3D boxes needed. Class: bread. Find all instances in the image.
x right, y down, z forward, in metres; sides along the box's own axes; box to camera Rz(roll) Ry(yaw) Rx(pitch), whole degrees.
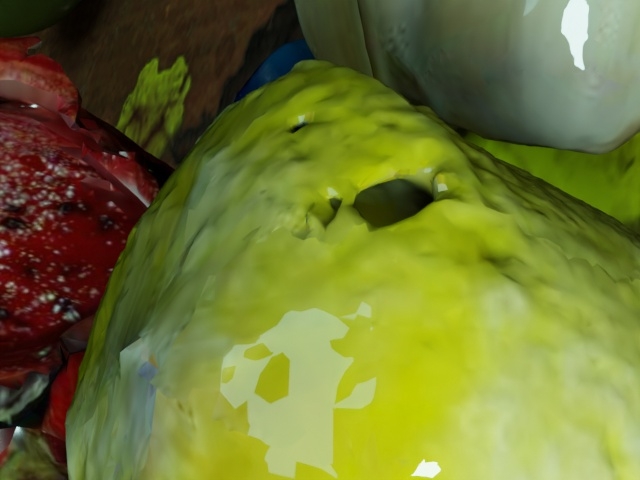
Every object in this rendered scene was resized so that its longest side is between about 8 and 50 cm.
[{"bbox_3d":[0.022,0.058,0.449,0.197,0.171,0.197,-43,37,46],"label":"bread"}]

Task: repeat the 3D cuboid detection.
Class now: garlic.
[{"bbox_3d":[0.051,-0.147,0.591,0.217,0.110,0.228,2,77,66],"label":"garlic"}]

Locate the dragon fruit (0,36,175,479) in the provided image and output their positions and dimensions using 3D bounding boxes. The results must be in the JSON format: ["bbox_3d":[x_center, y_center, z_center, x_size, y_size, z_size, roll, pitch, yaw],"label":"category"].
[{"bbox_3d":[-0.150,0.085,0.632,0.296,0.301,0.295,-10,45,11],"label":"dragon fruit"}]

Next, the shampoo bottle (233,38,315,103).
[{"bbox_3d":[0.000,0.000,0.657,0.087,0.050,0.183,-62,28,30],"label":"shampoo bottle"}]

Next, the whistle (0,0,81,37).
[{"bbox_3d":[-0.165,-0.242,1.070,0.294,0.141,0.141,-41,36,16],"label":"whistle"}]
